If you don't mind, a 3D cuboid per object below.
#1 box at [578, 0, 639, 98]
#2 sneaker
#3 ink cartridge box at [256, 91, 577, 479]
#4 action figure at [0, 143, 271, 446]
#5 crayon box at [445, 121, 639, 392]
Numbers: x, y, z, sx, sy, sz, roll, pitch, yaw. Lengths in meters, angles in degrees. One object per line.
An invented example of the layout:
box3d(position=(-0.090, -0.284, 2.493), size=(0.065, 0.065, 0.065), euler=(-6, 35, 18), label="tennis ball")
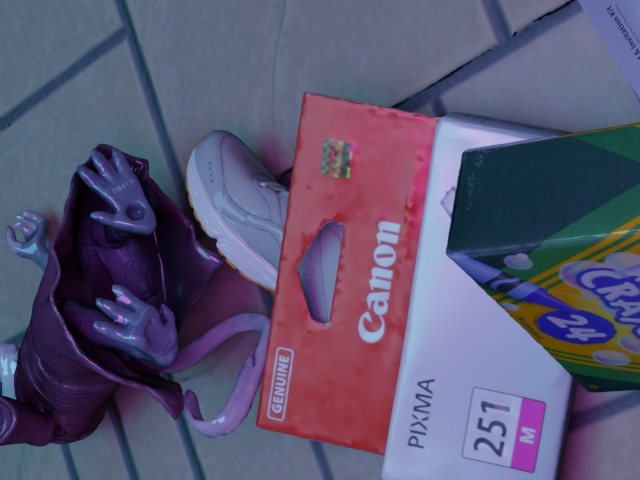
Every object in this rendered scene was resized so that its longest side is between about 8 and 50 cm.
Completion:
box3d(position=(0.232, -0.144, 1.043), size=(0.038, 0.186, 0.145), euler=(-43, 66, 37), label="box")
box3d(position=(0.000, 0.000, 1.328), size=(0.121, 0.099, 0.262), euler=(-44, 72, 25), label="sneaker")
box3d(position=(0.076, 0.042, 1.217), size=(0.239, 0.060, 0.275), euler=(11, 101, 13), label="ink cartridge box")
box3d(position=(-0.197, 0.086, 1.462), size=(0.276, 0.248, 0.370), euler=(31, 142, -2), label="action figure")
box3d(position=(0.264, 0.006, 0.987), size=(0.323, 0.203, 0.083), euler=(-9, 56, 34), label="crayon box")
